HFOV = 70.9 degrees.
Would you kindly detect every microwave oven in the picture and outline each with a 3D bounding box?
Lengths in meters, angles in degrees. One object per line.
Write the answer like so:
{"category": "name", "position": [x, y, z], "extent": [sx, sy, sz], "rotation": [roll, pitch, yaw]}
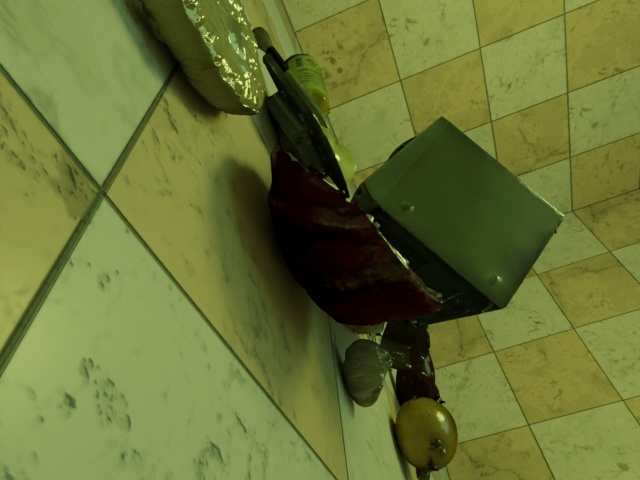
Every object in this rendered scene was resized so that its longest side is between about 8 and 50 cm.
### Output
{"category": "microwave oven", "position": [0.206, -0.002, 0.927], "extent": [0.333, 0.247, 0.394], "rotation": [42, -17, 5]}

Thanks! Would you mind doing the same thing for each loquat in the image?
{"category": "loquat", "position": [0.259, 0.482, 1.102], "extent": [0.172, 0.149, 0.205], "rotation": [63, 29, -42]}

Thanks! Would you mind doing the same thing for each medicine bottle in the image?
{"category": "medicine bottle", "position": [-0.042, -0.431, 1.304], "extent": [0.124, 0.124, 0.239], "rotation": [59, 16, -49]}

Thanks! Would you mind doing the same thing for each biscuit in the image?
{"category": "biscuit", "position": [-0.122, -0.247, 0.569], "extent": [0.281, 0.084, 0.179], "rotation": [-95, 162, -59]}

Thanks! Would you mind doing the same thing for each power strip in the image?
{"category": "power strip", "position": [-0.046, -0.226, 0.950], "extent": [0.257, 0.092, 0.251], "rotation": [58, 7, -50]}

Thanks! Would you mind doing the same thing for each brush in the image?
{"category": "brush", "position": [-0.072, -0.370, 1.026], "extent": [0.299, 0.042, 0.039], "rotation": [56, -21, 7]}

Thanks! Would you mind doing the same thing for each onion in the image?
{"category": "onion", "position": [0.000, 0.000, 0.639], "extent": [0.280, 0.146, 0.314], "rotation": [44, 3, -20]}

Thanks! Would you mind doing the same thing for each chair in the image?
{"category": "chair", "position": [0.225, 0.265, 1.284], "extent": [0.213, 0.174, 0.149], "rotation": [-51, 160, -74]}

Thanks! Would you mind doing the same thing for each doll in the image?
{"category": "doll", "position": [0.021, -0.255, 1.370], "extent": [0.296, 0.117, 0.142], "rotation": [28, 48, -57]}

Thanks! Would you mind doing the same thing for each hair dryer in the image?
{"category": "hair dryer", "position": [0.311, 0.381, 1.328], "extent": [0.340, 0.123, 0.313], "rotation": [126, -31, -87]}

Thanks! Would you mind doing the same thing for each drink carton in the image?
{"category": "drink carton", "position": [0.105, 0.177, 1.029], "extent": [0.200, 0.084, 0.075], "rotation": [52, 31, -65]}

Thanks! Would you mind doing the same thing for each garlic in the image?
{"category": "garlic", "position": [0.075, 0.227, 0.772], "extent": [0.074, 0.094, 0.113], "rotation": [-5, 78, -38]}
